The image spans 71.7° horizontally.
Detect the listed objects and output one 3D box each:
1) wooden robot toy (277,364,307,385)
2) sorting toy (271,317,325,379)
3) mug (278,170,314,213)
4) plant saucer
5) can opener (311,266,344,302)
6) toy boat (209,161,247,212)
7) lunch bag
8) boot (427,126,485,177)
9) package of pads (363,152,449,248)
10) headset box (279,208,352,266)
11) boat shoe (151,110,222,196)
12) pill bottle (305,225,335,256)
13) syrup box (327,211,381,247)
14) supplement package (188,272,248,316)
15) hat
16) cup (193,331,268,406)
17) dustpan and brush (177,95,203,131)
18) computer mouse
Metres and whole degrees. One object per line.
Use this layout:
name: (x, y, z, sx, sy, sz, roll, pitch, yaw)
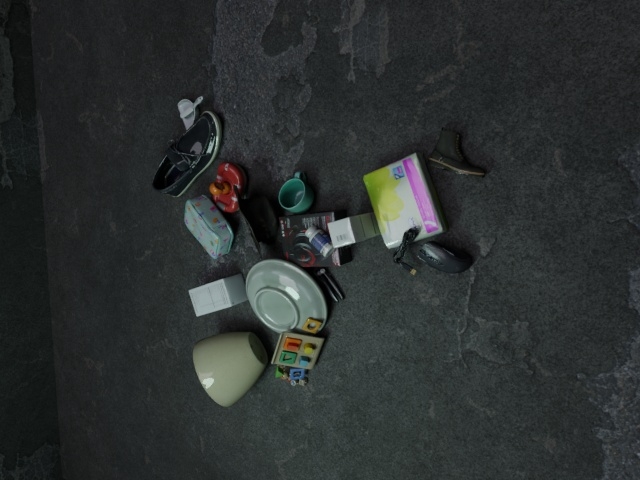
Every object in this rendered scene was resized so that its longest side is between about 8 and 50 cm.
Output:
wooden robot toy: (-0.148, 0.616, 2.001, 0.173, 0.079, 0.076, 29, 111, 24)
sorting toy: (-0.093, 0.472, 1.864, 0.196, 0.047, 0.347, 10, 118, -15)
mug: (-0.083, -0.186, 1.811, 0.157, 0.097, 0.129, -52, 55, 7)
plant saucer: (-0.167, 0.271, 1.875, 0.401, 0.100, 0.400, 13, 123, 22)
can opener: (0.034, 0.177, 1.843, 0.059, 0.073, 0.186, -39, 78, -10)
toy boat: (-0.432, -0.237, 1.985, 0.151, 0.151, 0.231, 26, 110, 24)
lunch bag: (-0.522, -0.064, 2.063, 0.279, 0.108, 0.224, 49, 147, 18)
boot: (0.471, -0.295, 1.490, 0.198, 0.077, 0.137, 22, 104, 25)
package of pads: (0.299, -0.137, 1.597, 0.229, 0.101, 0.296, -21, 87, 31)
headset box: (-0.008, -0.007, 1.795, 0.293, 0.110, 0.218, -3, 97, 31)
boat shoe: (-0.630, -0.394, 2.076, 0.500, 0.156, 0.186, -45, 73, 27)
pill bottle: (0.000, 0.000, 1.686, 0.120, 0.067, 0.067, 44, 117, 16)
syrup box: (0.132, -0.042, 1.633, 0.093, 0.237, 0.096, -15, 89, 32)
supplement package: (-0.481, 0.259, 2.106, 0.244, 0.134, 0.139, -19, 88, 32)
hat: (-0.256, -0.097, 1.881, 0.134, 0.331, 0.331, -21, 87, -6)
cup: (-0.382, 0.549, 2.020, 0.237, 0.331, 0.331, -30, 82, 7)
dustpan and brush: (-0.602, -0.615, 2.075, 0.211, 0.060, 0.147, -24, 86, 31)
computer mouse: (0.384, 0.079, 1.562, 0.262, 0.060, 0.184, 26, 132, -2)
